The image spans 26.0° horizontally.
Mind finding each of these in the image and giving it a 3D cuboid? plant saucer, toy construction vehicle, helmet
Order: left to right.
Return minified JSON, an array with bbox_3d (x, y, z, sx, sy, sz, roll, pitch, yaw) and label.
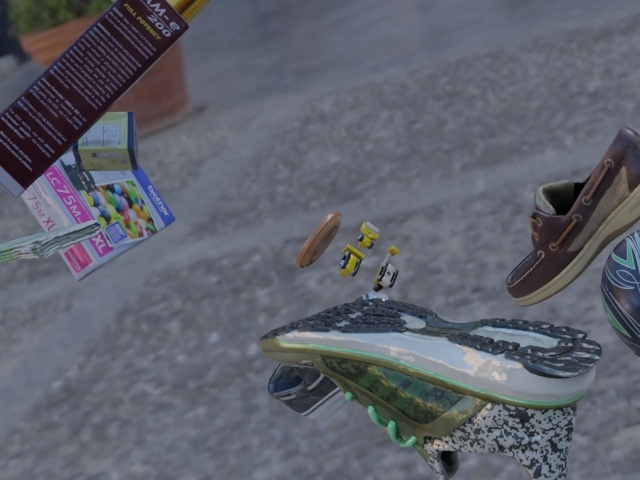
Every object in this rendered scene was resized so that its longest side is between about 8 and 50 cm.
[{"bbox_3d":[0.000,0.000,1.693,0.083,0.013,0.083,-51,-11,-13],"label":"plant saucer"},{"bbox_3d":[0.068,0.029,1.959,0.035,0.086,0.098,-37,24,47],"label":"toy construction vehicle"},{"bbox_3d":[0.410,0.064,1.630,0.169,0.169,0.161,-15,-9,18],"label":"helmet"}]

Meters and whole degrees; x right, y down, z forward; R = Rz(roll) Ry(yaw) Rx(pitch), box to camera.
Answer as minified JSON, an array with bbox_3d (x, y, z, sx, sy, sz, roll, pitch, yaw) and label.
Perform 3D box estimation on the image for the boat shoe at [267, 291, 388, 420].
[{"bbox_3d":[0.004,0.180,2.084,0.335,0.119,0.121,121,158,-50],"label":"boat shoe"}]

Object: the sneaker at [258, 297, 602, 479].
[{"bbox_3d":[0.099,0.172,1.483,0.410,0.182,0.158,8,13,37],"label":"sneaker"}]

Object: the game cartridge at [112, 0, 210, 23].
[{"bbox_3d":[-0.246,-0.513,2.453,0.285,0.052,0.324,-47,41,-8],"label":"game cartridge"}]

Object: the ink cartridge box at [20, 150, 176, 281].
[{"bbox_3d":[-0.352,-0.068,2.266,0.065,0.186,0.311,-32,3,26],"label":"ink cartridge box"}]

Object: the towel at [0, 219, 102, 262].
[{"bbox_3d":[-0.340,0.010,1.598,0.152,0.023,0.113,-12,7,32],"label":"towel"}]

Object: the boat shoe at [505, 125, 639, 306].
[{"bbox_3d":[0.352,-0.036,1.945,0.342,0.123,0.123,-48,4,46],"label":"boat shoe"}]

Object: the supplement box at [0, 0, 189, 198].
[{"bbox_3d":[-0.244,-0.149,1.381,0.239,0.073,0.130,-47,11,-7],"label":"supplement box"}]

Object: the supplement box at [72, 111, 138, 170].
[{"bbox_3d":[-0.295,-0.135,1.906,0.083,0.056,0.083,-1,-19,-3],"label":"supplement box"}]
